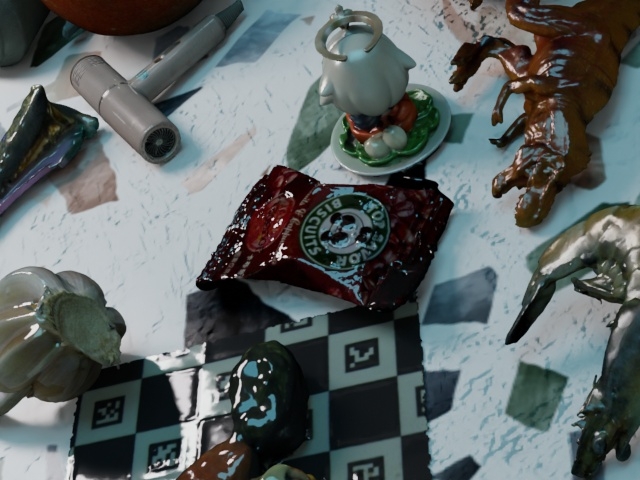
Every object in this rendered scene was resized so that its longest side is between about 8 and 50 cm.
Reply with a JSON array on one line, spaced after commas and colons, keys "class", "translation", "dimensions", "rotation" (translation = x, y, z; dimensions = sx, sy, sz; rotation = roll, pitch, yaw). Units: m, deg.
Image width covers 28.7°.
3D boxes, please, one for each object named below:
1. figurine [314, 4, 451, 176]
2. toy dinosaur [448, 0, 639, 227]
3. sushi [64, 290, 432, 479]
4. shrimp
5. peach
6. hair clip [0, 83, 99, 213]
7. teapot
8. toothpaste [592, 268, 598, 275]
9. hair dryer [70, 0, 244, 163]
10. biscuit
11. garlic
[{"class": "figurine", "translation": [0.049, -0.153, 1.221], "dimensions": [0.132, 0.154, 0.132], "rotation": [-14, 46, 15]}, {"class": "toy dinosaur", "translation": [0.235, -0.206, 1.222], "dimensions": [0.208, 0.097, 0.432], "rotation": [22, 65, 23]}, {"class": "sushi", "translation": [-0.081, 0.198, 1.031], "dimensions": [0.343, 0.064, 0.359], "rotation": [-14, 45, 14]}, {"class": "shrimp", "translation": [0.213, 0.073, 0.979], "dimensions": [0.150, 0.051, 0.217], "rotation": [14, 82, 45]}, {"class": "peach", "translation": [-0.228, -0.364, 1.497], "dimensions": [0.252, 0.252, 0.252], "rotation": [-14, 46, 15]}, {"class": "hair clip", "translation": [-0.400, -0.031, 1.405], "dimensions": [0.110, 0.095, 0.359], "rotation": [37, 78, 7]}, {"class": "teapot", "translation": [-0.384, -0.337, 1.614], "dimensions": [0.203, 0.171, 0.225], "rotation": [33, 58, 8]}, {"class": "toothpaste", "translation": [0.342, 0.059, 0.959], "dimensions": [0.282, 0.068, 0.099], "rotation": [23, 91, 32]}, {"class": "hair dryer", "translation": [-0.156, -0.195, 1.446], "dimensions": [0.220, 0.054, 0.195], "rotation": [-33, 45, -14]}, {"class": "biscuit", "translation": [0.002, -0.005, 1.176], "dimensions": [0.235, 0.063, 0.151], "rotation": [9, 58, 30]}, {"class": "garlic", "translation": [-0.261, 0.109, 1.172], "dimensions": [0.194, 0.131, 0.127], "rotation": [-51, 30, 33]}]
